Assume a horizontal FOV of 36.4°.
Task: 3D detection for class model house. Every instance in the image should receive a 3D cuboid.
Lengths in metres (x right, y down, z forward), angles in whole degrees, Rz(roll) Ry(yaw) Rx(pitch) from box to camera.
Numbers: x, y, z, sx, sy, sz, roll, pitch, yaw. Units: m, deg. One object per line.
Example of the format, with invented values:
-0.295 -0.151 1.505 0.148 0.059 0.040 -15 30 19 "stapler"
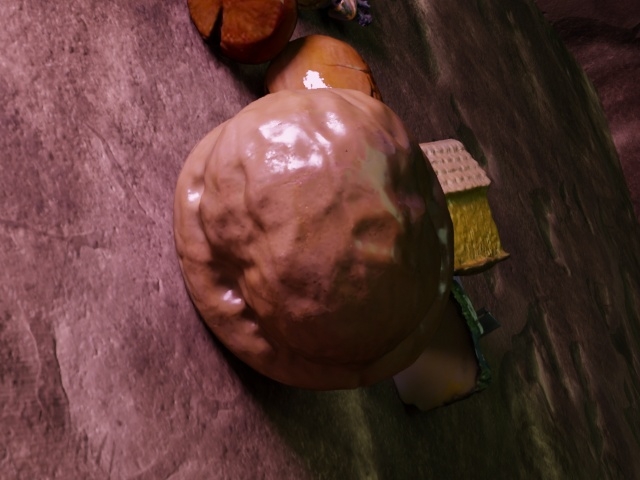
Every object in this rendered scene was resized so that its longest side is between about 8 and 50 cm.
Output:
0.177 -0.058 1.563 0.193 0.174 0.234 -14 97 -45 "model house"
0.224 0.174 1.665 0.211 0.170 0.194 -1 65 -61 "model house"

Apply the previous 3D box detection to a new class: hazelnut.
-0.122 -0.386 1.553 0.204 0.178 0.178 41 25 10 "hazelnut"

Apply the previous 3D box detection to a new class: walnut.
0.018 -0.208 1.616 0.203 0.203 0.298 13 49 -56 "walnut"
-0.003 -0.013 1.261 0.383 0.383 0.384 41 35 -36 "walnut"

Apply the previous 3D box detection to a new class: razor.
0.269 0.103 1.917 0.068 0.106 0.232 41 23 -37 "razor"

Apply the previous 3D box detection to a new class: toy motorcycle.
0.026 -0.542 2.038 0.229 0.094 0.130 53 32 1 "toy motorcycle"

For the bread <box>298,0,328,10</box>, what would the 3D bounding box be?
-0.053 -0.541 1.884 0.132 0.103 0.172 4 63 -52 "bread"
